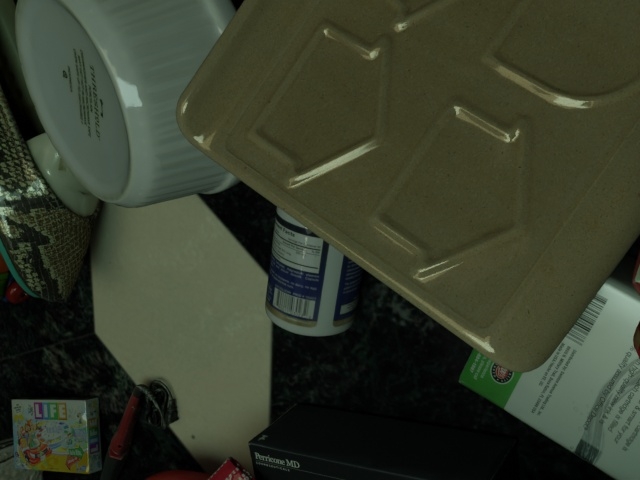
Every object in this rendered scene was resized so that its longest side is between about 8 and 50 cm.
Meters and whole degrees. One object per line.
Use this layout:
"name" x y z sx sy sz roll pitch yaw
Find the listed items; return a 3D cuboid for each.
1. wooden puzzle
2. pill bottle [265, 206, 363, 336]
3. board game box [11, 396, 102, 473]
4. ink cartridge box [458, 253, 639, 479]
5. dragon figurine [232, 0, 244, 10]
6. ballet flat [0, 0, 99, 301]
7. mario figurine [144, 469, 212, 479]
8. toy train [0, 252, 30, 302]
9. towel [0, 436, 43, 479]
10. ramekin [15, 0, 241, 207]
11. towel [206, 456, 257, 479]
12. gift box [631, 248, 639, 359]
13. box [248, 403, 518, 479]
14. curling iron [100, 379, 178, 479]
"wooden puzzle" 0.107 -0.124 0.563 0.348 0.080 0.322 36 94 14
"pill bottle" 0.000 0.000 0.711 0.094 0.094 0.169 20 114 26
"board game box" -0.387 0.282 1.058 0.154 0.026 0.103 -7 85 28
"ink cartridge box" 0.243 0.100 0.590 0.208 0.087 0.153 31 118 22
"dragon figurine" -0.023 -0.300 0.638 0.289 0.085 0.144 -21 95 39
"ballet flat" -0.350 -0.172 0.861 0.182 0.164 0.482 -21 91 9
"mario figurine" -0.134 0.423 0.846 0.198 0.170 0.320 -41 71 14
"toy train" -0.450 -0.010 0.962 0.105 0.143 0.248 38 121 17
"towel" -0.519 0.442 1.118 0.049 0.187 0.282 27 118 39
"ramekin" -0.189 -0.157 0.712 0.273 0.127 0.272 32 136 36
"towel" -0.058 0.383 0.721 0.275 0.031 0.199 41 85 15
"gift box" 0.322 0.023 0.370 0.258 0.255 0.276 -9 125 46
"box" 0.068 0.287 0.750 0.261 0.103 0.184 2 109 32
"curling iron" -0.269 0.292 1.004 0.068 0.035 0.274 43 122 14
